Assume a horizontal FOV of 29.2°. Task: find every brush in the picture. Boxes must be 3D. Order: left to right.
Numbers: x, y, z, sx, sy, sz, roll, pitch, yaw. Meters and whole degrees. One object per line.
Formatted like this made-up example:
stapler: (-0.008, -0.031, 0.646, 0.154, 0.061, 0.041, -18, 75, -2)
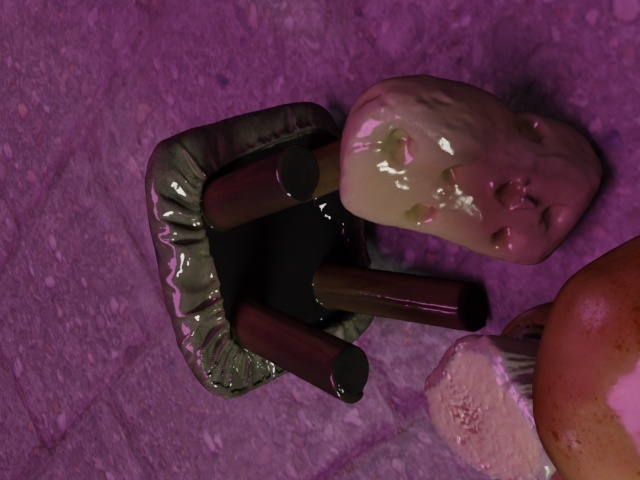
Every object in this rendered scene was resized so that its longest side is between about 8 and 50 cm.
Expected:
brush: (0.247, 0.198, 1.258, 0.267, 0.166, 0.174, 56, 140, 14)

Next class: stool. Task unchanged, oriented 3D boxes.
stool: (0.000, 0.000, 1.368, 0.226, 0.310, 0.310, -5, 103, 45)

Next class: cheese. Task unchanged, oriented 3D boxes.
cheese: (0.142, -0.067, 1.215, 0.093, 0.263, 0.159, -91, 25, -50)

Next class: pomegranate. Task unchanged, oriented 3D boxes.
pomegranate: (0.324, 0.122, 1.014, 0.319, 0.319, 0.319, 24, 123, 43)
